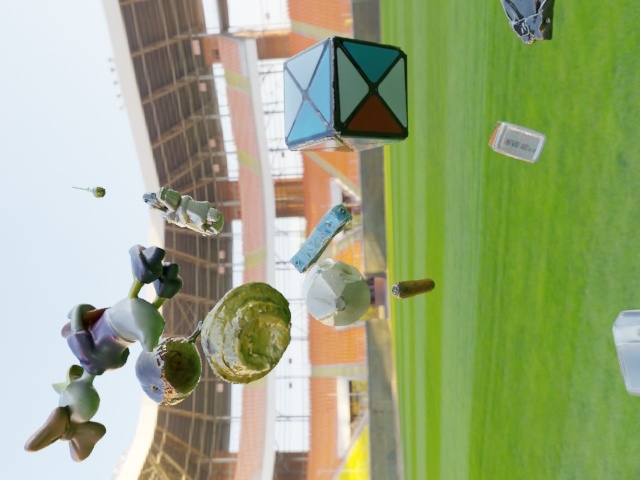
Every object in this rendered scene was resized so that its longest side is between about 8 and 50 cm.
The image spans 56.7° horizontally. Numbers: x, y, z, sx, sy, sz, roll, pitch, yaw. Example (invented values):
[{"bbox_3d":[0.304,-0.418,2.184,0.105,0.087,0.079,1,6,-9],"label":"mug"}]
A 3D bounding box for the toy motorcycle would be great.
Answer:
[{"bbox_3d":[-0.469,-0.098,2.145,0.340,0.222,0.108,31,-114,-41],"label":"toy motorcycle"}]

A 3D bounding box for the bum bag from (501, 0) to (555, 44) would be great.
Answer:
[{"bbox_3d":[0.406,-0.525,1.187,0.142,0.079,0.327,116,149,-64],"label":"bum bag"}]

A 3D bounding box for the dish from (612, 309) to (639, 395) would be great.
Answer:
[{"bbox_3d":[0.824,0.295,1.520,0.154,0.064,0.234,-16,85,54],"label":"dish"}]

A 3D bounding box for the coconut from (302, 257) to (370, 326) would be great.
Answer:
[{"bbox_3d":[0.056,0.176,1.998,0.241,0.241,0.241,-2,-90,-85],"label":"coconut"}]

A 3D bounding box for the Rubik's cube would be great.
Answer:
[{"bbox_3d":[0.061,-0.367,1.543,0.246,0.249,0.249,-3,90,57],"label":"Rubik's cube"}]

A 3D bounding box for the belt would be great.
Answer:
[{"bbox_3d":[0.000,0.000,1.904,0.087,0.072,0.302,-31,-15,-50],"label":"belt"}]

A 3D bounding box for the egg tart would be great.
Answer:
[{"bbox_3d":[-0.180,0.258,1.600,0.115,0.290,0.291,17,115,53],"label":"egg tart"}]

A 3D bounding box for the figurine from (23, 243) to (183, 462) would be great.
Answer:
[{"bbox_3d":[-0.400,0.207,1.139,0.421,0.193,0.154,-55,-38,-8],"label":"figurine"}]

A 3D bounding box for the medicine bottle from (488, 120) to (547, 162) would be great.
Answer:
[{"bbox_3d":[0.550,-0.283,1.676,0.188,0.132,0.088,-52,-20,-74],"label":"medicine bottle"}]

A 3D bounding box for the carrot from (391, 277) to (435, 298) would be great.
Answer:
[{"bbox_3d":[0.318,0.162,2.013,0.060,0.186,0.060,9,101,54],"label":"carrot"}]

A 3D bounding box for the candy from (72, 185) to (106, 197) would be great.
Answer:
[{"bbox_3d":[-0.446,-0.097,1.140,0.025,0.083,0.023,-66,-30,-23],"label":"candy"}]

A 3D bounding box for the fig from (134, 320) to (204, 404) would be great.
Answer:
[{"bbox_3d":[-0.458,0.384,1.970,0.321,0.216,0.217,-50,-38,-50],"label":"fig"}]
